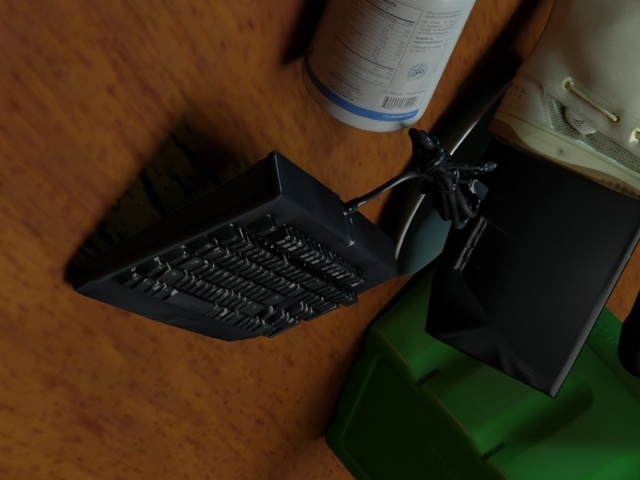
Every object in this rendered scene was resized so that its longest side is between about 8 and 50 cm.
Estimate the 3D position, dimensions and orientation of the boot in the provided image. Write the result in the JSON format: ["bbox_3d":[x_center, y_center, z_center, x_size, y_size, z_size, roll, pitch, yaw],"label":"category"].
[{"bbox_3d":[0.238,-0.107,1.306,0.077,0.213,0.165,-146,-103,-75],"label":"boot"}]

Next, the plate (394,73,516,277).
[{"bbox_3d":[0.103,-0.055,1.381,0.188,0.024,0.188,-49,165,-18],"label":"plate"}]

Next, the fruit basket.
[{"bbox_3d":[0.237,0.165,1.611,0.392,0.392,0.283,-41,161,-39],"label":"fruit basket"}]

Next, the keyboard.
[{"bbox_3d":[0.000,0.000,1.038,0.201,0.033,0.317,-30,168,7],"label":"keyboard"}]

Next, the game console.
[{"bbox_3d":[0.254,0.038,1.404,0.213,0.361,0.044,-63,-158,2],"label":"game console"}]

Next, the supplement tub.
[{"bbox_3d":[0.037,-0.114,0.958,0.071,0.071,0.107,-37,158,-46],"label":"supplement tub"}]
